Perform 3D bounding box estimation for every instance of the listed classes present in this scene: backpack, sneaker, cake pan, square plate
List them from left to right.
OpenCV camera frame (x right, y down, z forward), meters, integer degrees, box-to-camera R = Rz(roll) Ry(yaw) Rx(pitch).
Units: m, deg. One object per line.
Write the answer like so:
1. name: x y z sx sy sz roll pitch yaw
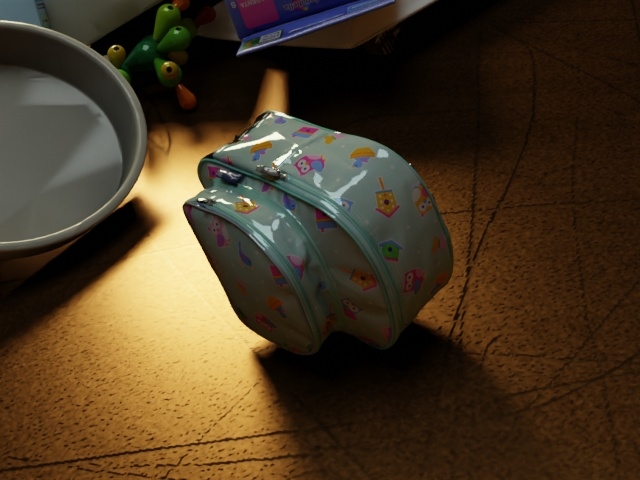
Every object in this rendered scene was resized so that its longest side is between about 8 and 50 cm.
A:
1. cake pan: -0.325 -0.100 0.989 0.293 0.054 0.293 8 56 -11
2. backpack: 0.000 0.000 0.739 0.188 0.166 0.144 13 46 40
3. square plate: 0.050 -0.348 1.262 0.344 0.049 0.347 -35 31 -26
4. sneaker: 0.069 -0.250 1.175 0.043 0.040 0.109 -9 28 29

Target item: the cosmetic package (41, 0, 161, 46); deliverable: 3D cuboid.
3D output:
1. cosmetic package: -0.243 -0.397 1.346 0.284 0.097 0.377 -27 25 22

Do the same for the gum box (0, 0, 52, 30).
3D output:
1. gum box: -0.406 -0.234 1.200 0.157 0.184 0.041 -12 16 5

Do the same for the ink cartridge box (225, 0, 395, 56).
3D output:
1. ink cartridge box: -0.005 -0.314 1.127 0.185 0.065 0.311 -15 30 12

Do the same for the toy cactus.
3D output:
1. toy cactus: -0.221 -0.212 1.198 0.180 0.112 0.219 -19 33 30
